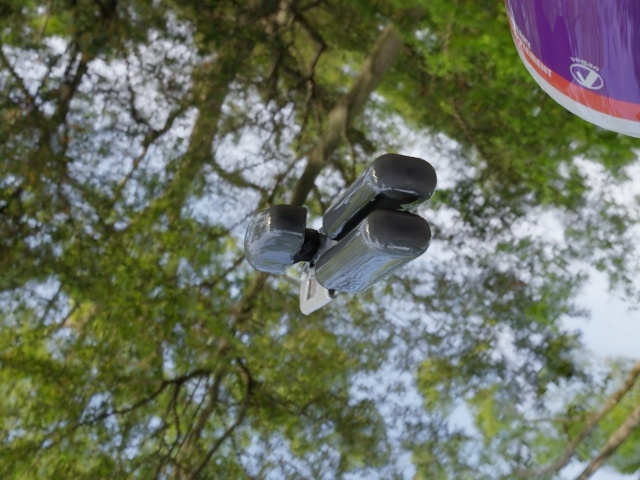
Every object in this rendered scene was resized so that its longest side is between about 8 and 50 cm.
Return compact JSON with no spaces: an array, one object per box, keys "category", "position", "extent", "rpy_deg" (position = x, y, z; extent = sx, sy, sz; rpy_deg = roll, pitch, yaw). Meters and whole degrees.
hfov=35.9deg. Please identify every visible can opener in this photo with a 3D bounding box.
[{"category":"can opener","position":[0.000,0.000,0.745],"extent":[0.095,0.283,0.076],"rpy_deg":[10,-104,-10]}]

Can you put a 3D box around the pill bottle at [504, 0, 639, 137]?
[{"category":"pill bottle","position":[0.147,-0.190,0.395],"extent":[0.181,0.181,0.323],"rpy_deg":[51,178,32]}]
